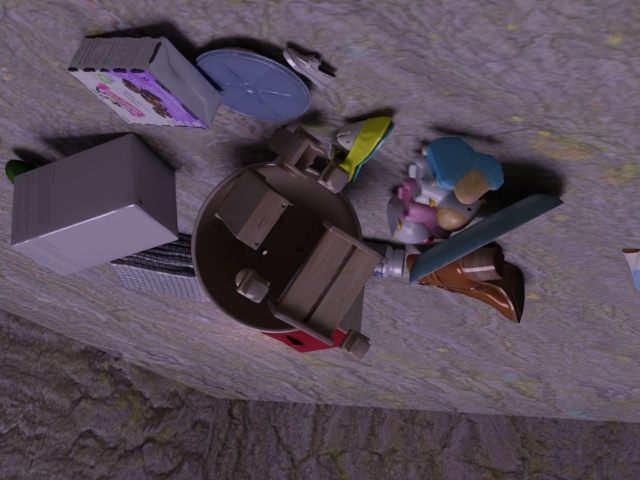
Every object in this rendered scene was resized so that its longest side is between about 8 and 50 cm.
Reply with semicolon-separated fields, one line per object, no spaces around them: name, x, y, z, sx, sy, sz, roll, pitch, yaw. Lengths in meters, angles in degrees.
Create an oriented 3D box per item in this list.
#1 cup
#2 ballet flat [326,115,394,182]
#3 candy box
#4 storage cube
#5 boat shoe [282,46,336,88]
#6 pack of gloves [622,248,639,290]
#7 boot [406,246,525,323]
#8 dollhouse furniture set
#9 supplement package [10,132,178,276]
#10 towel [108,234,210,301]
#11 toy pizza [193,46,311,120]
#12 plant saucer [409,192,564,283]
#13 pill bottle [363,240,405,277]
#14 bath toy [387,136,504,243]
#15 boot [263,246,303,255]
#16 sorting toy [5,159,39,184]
cup;-0.084;0.007;1.748;0.331;0.331;0.237;13;-177;-1
ballet flat;0.059;-0.166;1.509;0.077;0.077;0.231;31;159;-3
candy box;-0.289;-0.260;1.410;0.196;0.070;0.165;9;159;36
storage cube;-0.019;0.159;2.183;0.193;0.215;0.183;-14;147;37
boat shoe;-0.015;-0.274;1.329;0.035;0.035;0.100;-36;130;27
pack of gloves;0.750;0.085;1.792;0.195;0.046;0.232;1;156;29
boot;0.340;0.105;1.974;0.220;0.109;0.283;-4;152;33
dollhouse furniture set;0.000;0.000;1.604;0.355;0.303;0.174;32;-175;-26
supplement package;-0.466;-0.068;1.776;0.292;0.178;0.175;-17;150;16
towel;-0.406;0.063;2.278;0.283;0.121;0.235;10;160;1
toy pizza;-0.111;-0.261;1.405;0.201;0.032;0.201;13;160;5
plant saucer;0.297;-0.010;1.583;0.317;0.044;0.317;-27;174;-3
pill bottle;0.126;0.044;1.984;0.137;0.078;0.078;9;159;10
bath toy;0.221;-0.071;1.582;0.129;0.151;0.348;-8;166;-11
boot;-0.137;0.017;2.046;0.203;0.095;0.262;8;154;9
sorting toy;-0.659;-0.091;1.947;0.365;0.126;0.127;26;-163;-33
